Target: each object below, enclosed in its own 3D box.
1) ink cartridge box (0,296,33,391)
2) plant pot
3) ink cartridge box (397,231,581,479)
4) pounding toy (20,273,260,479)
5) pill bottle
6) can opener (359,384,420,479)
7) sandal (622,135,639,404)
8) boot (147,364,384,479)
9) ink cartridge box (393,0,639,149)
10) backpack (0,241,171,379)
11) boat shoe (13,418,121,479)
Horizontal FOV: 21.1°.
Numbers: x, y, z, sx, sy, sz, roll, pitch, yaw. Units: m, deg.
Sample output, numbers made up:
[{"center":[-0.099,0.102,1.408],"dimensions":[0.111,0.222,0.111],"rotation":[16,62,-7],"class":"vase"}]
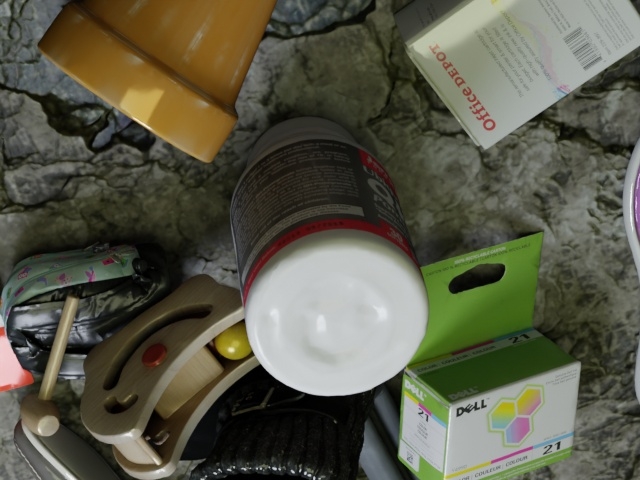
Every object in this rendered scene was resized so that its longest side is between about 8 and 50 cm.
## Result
[{"center":[-0.437,0.099,1.884],"dimensions":[0.189,0.066,0.232],"rotation":[-15,116,1],"class":"ink cartridge box"},{"center":[-0.140,-0.210,1.681],"dimensions":[0.205,0.205,0.188],"rotation":[33,94,-22],"class":"plant pot"},{"center":[0.193,0.140,1.926],"dimensions":[0.189,0.097,0.255],"rotation":[-15,123,-28],"class":"ink cartridge box"},{"center":[-0.183,0.131,1.745],"dimensions":[0.269,0.154,0.155],"rotation":[-36,127,-1],"class":"pounding toy"},{"center":[0.000,0.000,1.731],"dimensions":[0.176,0.318,0.176],"rotation":[-3,120,-6],"class":"pill bottle"},{"center":[0.063,0.195,1.969],"dimensions":[0.076,0.095,0.283],"rotation":[-42,120,-26],"class":"can opener"},{"center":[0.438,0.046,1.937],"dimensions":[0.169,0.102,0.416],"rotation":[-10,118,-4],"class":"sandal"},{"center":[-0.098,0.219,1.839],"dimensions":[0.348,0.260,0.131],"rotation":[-19,119,28],"class":"boot"},{"center":[0.205,-0.219,1.765],"dimensions":[0.212,0.093,0.154],"rotation":[-35,117,10],"class":"ink cartridge box"},{"center":[-0.253,0.076,1.857],"dimensions":[0.182,0.115,0.152],"rotation":[-8,117,-9],"class":"backpack"},{"center":[-0.254,0.330,2.003],"dimensions":[0.095,0.112,0.335],"rotation":[-40,120,9],"class":"boat shoe"}]
